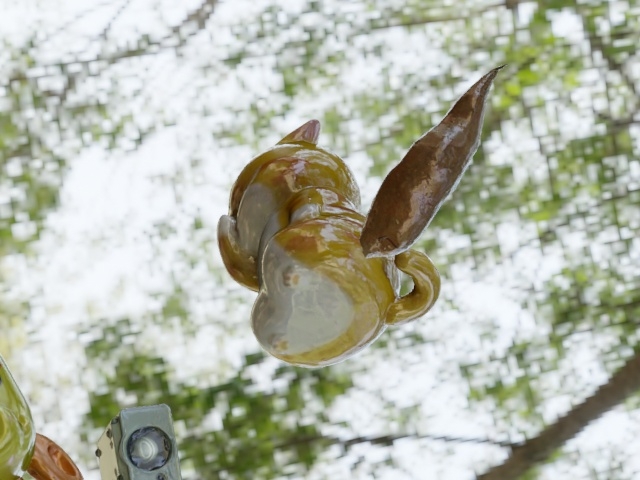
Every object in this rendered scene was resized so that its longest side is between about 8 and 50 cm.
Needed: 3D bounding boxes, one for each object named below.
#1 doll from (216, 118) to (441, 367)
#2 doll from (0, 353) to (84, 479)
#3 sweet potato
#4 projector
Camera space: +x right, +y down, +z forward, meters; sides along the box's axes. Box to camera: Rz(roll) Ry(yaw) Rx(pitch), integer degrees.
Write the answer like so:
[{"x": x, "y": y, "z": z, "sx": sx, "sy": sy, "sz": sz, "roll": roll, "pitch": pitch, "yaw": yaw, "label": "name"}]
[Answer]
[{"x": -0.012, "y": 0.005, "z": 1.695, "sx": 0.270, "sy": 0.162, "sz": 0.167, "roll": 59, "pitch": -41, "yaw": 46, "label": "doll"}, {"x": -0.236, "y": 0.100, "z": 0.963, "sx": 0.221, "sy": 0.143, "sz": 0.135, "roll": 48, "pitch": -54, "yaw": 19, "label": "doll"}, {"x": 0.093, "y": -0.064, "z": 1.347, "sx": 0.056, "sy": 0.195, "sz": 0.056, "roll": 36, "pitch": -9, "yaw": 7, "label": "sweet potato"}, {"x": -0.170, "y": 0.242, "z": 1.596, "sx": 0.115, "sy": 0.061, "sz": 0.147, "roll": 131, "pitch": -49, "yaw": -63, "label": "projector"}]
